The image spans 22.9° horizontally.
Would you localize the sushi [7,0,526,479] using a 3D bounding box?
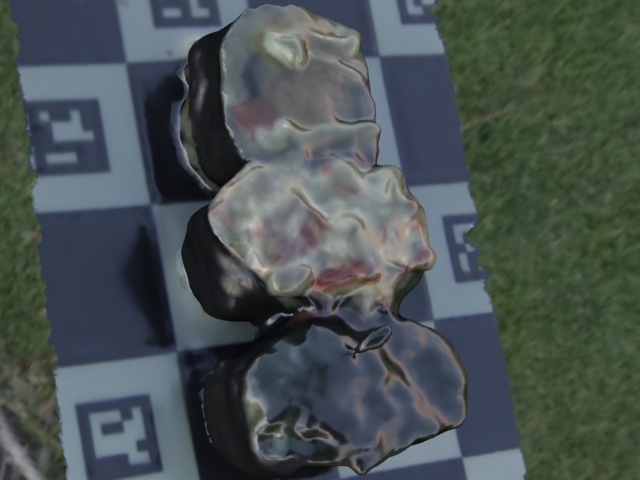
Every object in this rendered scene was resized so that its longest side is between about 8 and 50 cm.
[{"bbox_3d":[0.000,0.000,0.880,0.296,0.100,0.373,-2,77,-29],"label":"sushi"}]
